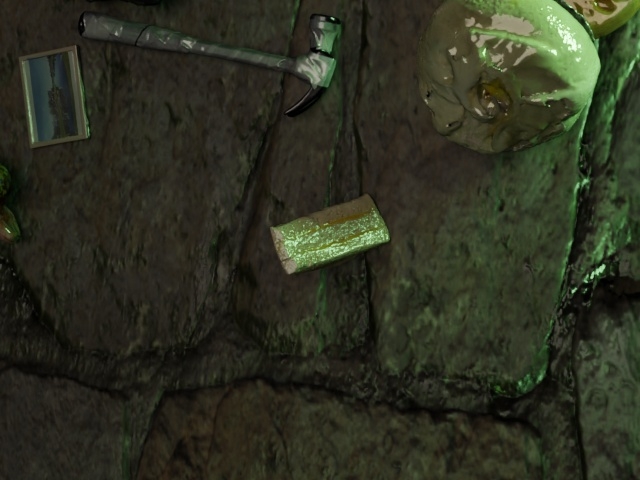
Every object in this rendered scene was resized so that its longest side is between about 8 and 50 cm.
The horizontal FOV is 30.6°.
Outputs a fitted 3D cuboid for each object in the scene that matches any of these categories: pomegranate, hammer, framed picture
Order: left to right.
[{"bbox_3d":[-0.540,-0.063,1.831,0.138,0.125,0.163,-39,79,5],"label":"pomegranate"},{"bbox_3d":[-0.419,-0.225,1.839,0.109,0.011,0.149,-8,90,21],"label":"framed picture"},{"bbox_3d":[-0.174,-0.295,1.731,0.427,0.044,0.152,17,99,20],"label":"hammer"}]

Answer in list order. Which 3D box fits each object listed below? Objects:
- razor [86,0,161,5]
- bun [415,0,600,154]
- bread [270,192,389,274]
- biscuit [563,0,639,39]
[{"bbox_3d":[-0.285,-0.523,1.721,0.204,0.113,0.349,12,94,19],"label":"razor"},{"bbox_3d":[0.228,-0.210,1.492,0.239,0.141,0.239,15,131,18],"label":"bun"},{"bbox_3d":[0.013,-0.008,1.614,0.105,0.152,0.077,-27,84,24],"label":"bread"},{"bbox_3d":[0.275,-0.418,1.545,0.287,0.057,0.344,-13,88,22],"label":"biscuit"}]
